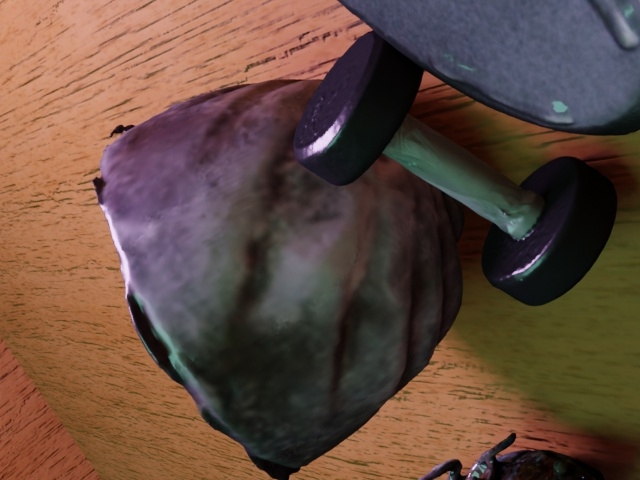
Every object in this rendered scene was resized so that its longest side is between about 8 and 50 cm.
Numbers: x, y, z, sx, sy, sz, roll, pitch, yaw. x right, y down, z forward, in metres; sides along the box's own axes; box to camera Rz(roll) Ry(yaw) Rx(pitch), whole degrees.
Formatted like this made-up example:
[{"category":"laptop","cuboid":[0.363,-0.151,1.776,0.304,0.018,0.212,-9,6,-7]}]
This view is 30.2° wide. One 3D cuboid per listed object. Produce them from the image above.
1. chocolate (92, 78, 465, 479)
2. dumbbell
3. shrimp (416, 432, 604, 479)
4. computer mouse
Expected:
[{"category":"chocolate","cuboid":[0.000,0.000,0.888,0.303,0.213,0.303,56,-164,-25]},{"category":"dumbbell","cuboid":[0.085,-0.044,0.749,0.191,0.100,0.100,30,159,-16]},{"category":"shrimp","cuboid":[0.159,0.261,1.055,0.221,0.166,0.410,19,170,-8]},{"category":"computer mouse","cuboid":[0.060,-0.206,0.642,0.374,0.114,0.203,40,151,3]}]
